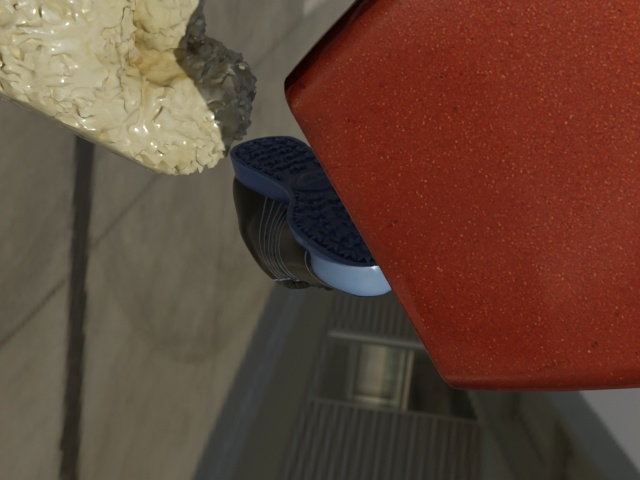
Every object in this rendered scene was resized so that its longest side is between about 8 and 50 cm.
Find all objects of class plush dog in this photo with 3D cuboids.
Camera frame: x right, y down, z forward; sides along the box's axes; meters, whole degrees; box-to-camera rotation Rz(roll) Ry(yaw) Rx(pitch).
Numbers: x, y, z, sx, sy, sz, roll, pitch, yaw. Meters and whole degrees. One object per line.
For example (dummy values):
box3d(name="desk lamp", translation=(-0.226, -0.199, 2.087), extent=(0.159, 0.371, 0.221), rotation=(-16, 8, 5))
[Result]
box3d(name="plush dog", translation=(-0.142, -0.187, 0.734), extent=(0.210, 0.262, 0.225), rotation=(49, 65, -81))

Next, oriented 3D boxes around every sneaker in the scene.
box3d(name="sneaker", translation=(0.000, 0.000, 0.924), extent=(0.232, 0.081, 0.090), rotation=(-134, -148, -58))

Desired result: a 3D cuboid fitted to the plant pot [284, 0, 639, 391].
box3d(name="plant pot", translation=(0.142, -0.072, 0.651), extent=(0.267, 0.235, 0.267), rotation=(61, 26, -8))
